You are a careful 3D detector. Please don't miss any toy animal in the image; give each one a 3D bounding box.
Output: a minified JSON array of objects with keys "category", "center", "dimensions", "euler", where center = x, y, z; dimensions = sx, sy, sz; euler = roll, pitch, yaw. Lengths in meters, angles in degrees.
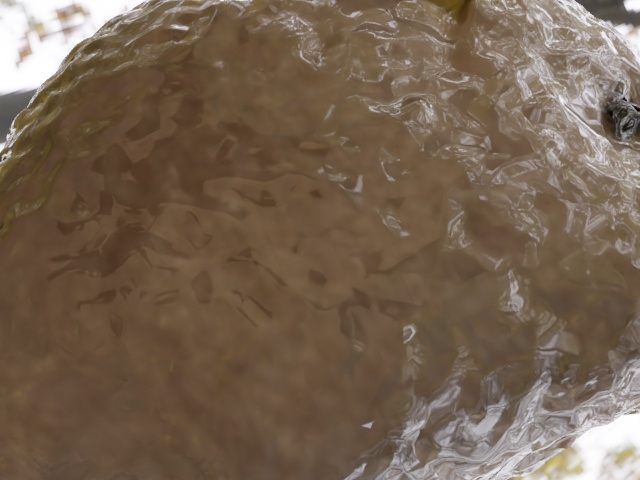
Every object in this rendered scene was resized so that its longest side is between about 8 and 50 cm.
[{"category":"toy animal","center":[-0.007,0.002,0.757],"dimensions":[0.226,0.358,0.188],"euler":[67,-20,15]}]
